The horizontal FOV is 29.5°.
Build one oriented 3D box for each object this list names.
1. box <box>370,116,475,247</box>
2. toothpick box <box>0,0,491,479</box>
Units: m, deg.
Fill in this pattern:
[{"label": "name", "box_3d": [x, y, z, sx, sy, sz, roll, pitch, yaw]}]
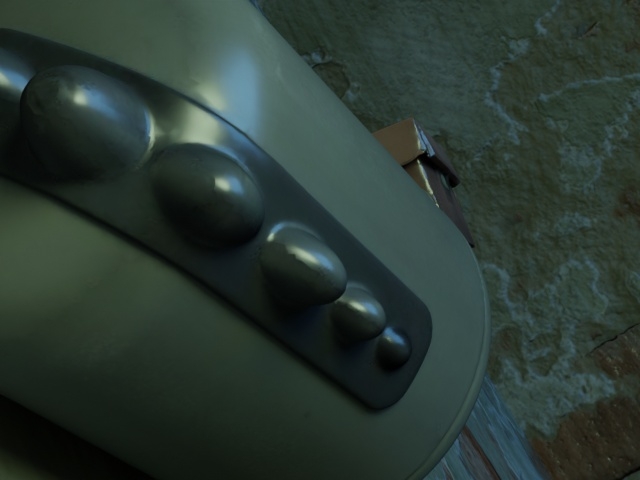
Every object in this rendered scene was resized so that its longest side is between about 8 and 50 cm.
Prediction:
[{"label": "box", "box_3d": [0.000, 0.000, 0.890, 0.215, 0.215, 0.086, 12, 56, -79]}, {"label": "toothpick box", "box_3d": [-0.059, 0.003, 0.566, 0.316, 0.229, 0.229, 43, 16, -51]}]
